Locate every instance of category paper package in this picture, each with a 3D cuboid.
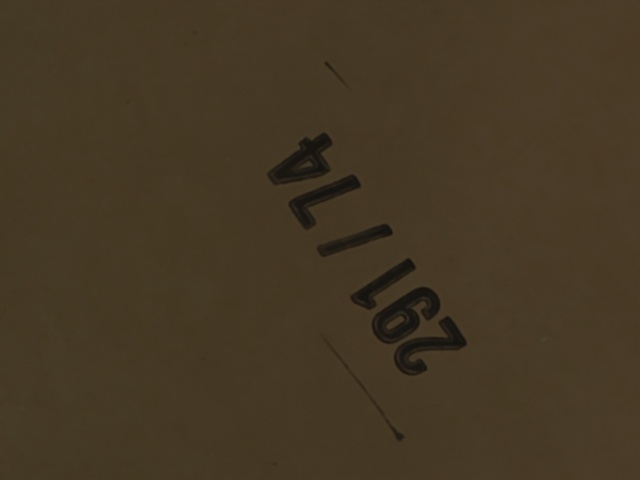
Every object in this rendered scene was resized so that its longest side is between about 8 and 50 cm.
[{"bbox_3d":[0.000,0.000,0.404,0.325,0.309,0.168,50,14,-4],"label":"paper package"}]
